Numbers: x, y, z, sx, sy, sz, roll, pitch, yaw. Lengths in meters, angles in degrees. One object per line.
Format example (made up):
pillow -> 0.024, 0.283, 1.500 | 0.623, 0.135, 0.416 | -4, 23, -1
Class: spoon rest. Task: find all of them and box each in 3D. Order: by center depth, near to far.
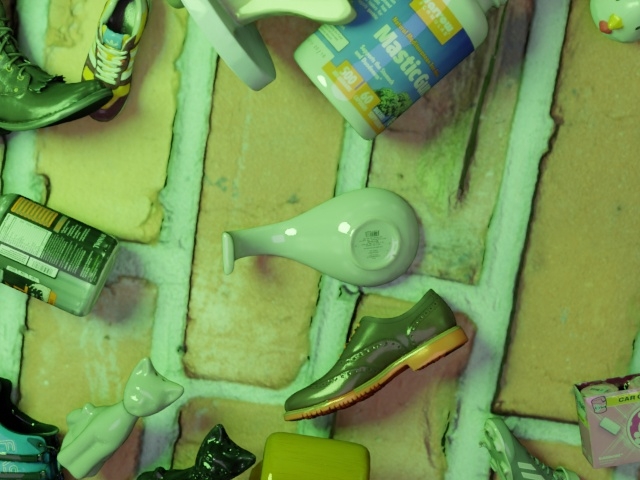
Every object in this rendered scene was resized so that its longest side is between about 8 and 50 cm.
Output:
spoon rest -> 0.000, 0.000, 1.404 | 0.276, 0.084, 0.137 | -3, 102, -14

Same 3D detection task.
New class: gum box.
gum box -> 0.457, 0.243, 1.457 | 0.188, 0.062, 0.107 | -10, 100, 0

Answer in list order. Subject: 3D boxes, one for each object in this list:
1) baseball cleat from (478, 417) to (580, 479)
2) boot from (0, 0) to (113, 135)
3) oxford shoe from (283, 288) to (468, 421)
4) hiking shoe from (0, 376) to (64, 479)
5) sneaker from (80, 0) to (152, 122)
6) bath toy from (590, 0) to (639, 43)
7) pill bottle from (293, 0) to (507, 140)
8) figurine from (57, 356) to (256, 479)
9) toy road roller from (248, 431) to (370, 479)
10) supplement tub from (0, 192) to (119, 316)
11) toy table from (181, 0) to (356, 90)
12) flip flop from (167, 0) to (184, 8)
baseball cleat -> 0.300, 0.325, 1.474 | 0.109, 0.072, 0.206 | -25, 105, -11
boot -> -0.403, -0.249, 1.319 | 0.263, 0.091, 0.229 | -8, 99, 15
oxford shoe -> 0.061, 0.161, 1.430 | 0.271, 0.097, 0.098 | -28, 80, -1
hiking shoe -> -0.393, 0.319, 1.422 | 0.132, 0.113, 0.304 | -41, 99, 6
sneaker -> -0.268, -0.241, 1.340 | 0.069, 0.084, 0.185 | 15, 99, -4
bath toy -> 0.307, -0.385, 1.309 | 0.151, 0.129, 0.348 | -43, 99, 6
pill bottle -> 0.112, -0.266, 1.312 | 0.272, 0.152, 0.152 | -41, 99, 6
figurine -> -0.219, 0.272, 1.394 | 0.215, 0.092, 0.209 | 45, 120, -8
toy road roller -> -0.026, 0.399, 1.342 | 0.202, 0.329, 0.241 | 8, 122, -3
supplement tub -> -0.369, 0.013, 1.366 | 0.190, 0.117, 0.117 | 25, 99, -5
toy table -> -0.085, -0.336, 1.259 | 0.161, 0.252, 0.274 | -32, 91, 14
flip flop -> -0.266, -0.398, 1.312 | 0.080, 0.112, 0.277 | -33, 105, 19
